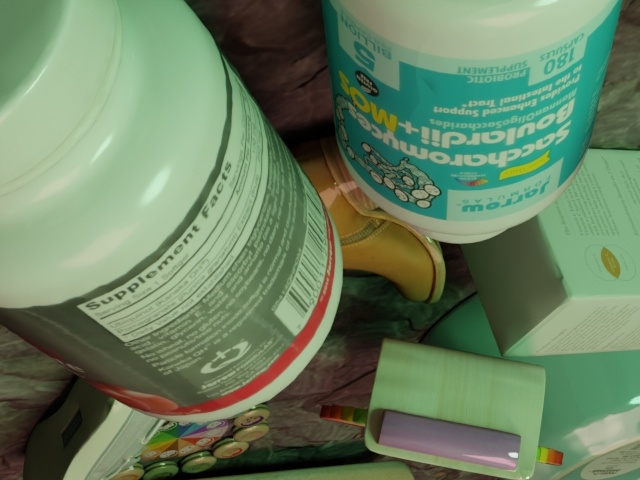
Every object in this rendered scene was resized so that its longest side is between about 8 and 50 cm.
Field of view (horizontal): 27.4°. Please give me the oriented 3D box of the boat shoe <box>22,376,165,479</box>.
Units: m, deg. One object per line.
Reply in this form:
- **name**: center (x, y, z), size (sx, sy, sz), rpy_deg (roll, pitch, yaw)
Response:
- **boat shoe**: center (-0.180, 0.168, 1.093), size (0.081, 0.079, 0.227), rpy_deg (7, 141, -33)

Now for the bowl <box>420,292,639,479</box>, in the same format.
- **bowl**: center (0.258, 0.139, 1.227), size (0.311, 0.163, 0.311), rpy_deg (-14, 152, -8)

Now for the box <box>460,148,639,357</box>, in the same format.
- **box**: center (0.203, 0.008, 0.979), size (0.170, 0.130, 0.091), rpy_deg (0, 148, -30)

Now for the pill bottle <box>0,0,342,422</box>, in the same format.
- **pill bottle**: center (-0.111, -0.031, 0.659), size (0.176, 0.176, 0.318), rpy_deg (-22, 153, 7)

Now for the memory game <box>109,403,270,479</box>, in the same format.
- **memory game**: center (-0.135, 0.191, 1.239), size (0.186, 0.012, 0.186), rpy_deg (-15, 153, -8)

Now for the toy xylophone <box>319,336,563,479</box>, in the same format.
- **toy xylophone**: center (0.071, 0.124, 1.016), size (0.236, 0.081, 0.322), rpy_deg (10, 173, 13)

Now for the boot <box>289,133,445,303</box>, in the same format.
- **boot**: center (0.000, 0.000, 0.907), size (0.152, 0.073, 0.197), rpy_deg (-21, 141, 2)

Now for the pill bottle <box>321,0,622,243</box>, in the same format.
- **pill bottle**: center (0.076, -0.097, 0.685), size (0.146, 0.146, 0.264), rpy_deg (-17, 153, -4)

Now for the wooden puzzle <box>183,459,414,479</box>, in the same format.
- **wooden puzzle**: center (-0.109, 0.334, 1.460), size (0.322, 0.080, 0.348), rpy_deg (1, 143, -34)
